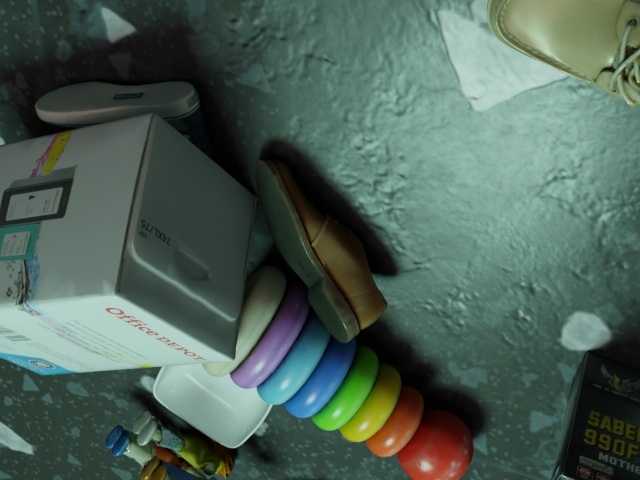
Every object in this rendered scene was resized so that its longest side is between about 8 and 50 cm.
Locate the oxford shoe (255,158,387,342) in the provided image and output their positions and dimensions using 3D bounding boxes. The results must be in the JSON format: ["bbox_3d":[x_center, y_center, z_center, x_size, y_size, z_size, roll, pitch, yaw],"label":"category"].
[{"bbox_3d":[0.000,0.000,1.049,0.212,0.076,0.076,61,159,-6],"label":"oxford shoe"}]

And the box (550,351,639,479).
[{"bbox_3d":[0.353,0.225,0.972,0.231,0.183,0.056,21,130,10],"label":"box"}]

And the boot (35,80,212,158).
[{"bbox_3d":[-0.211,-0.118,1.050,0.190,0.069,0.086,3,130,21],"label":"boot"}]

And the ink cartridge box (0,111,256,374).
[{"bbox_3d":[-0.238,0.016,1.029,0.270,0.197,0.198,-7,153,28],"label":"ink cartridge box"}]

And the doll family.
[{"bbox_3d":[-0.158,0.308,1.258,0.163,0.263,0.118,35,100,-34],"label":"doll family"}]

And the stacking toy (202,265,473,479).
[{"bbox_3d":[0.036,0.171,1.115,0.330,0.141,0.141,34,130,-8],"label":"stacking toy"}]

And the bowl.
[{"bbox_3d":[-0.128,0.179,1.235,0.142,0.053,0.142,34,131,-2],"label":"bowl"}]

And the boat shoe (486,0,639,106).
[{"bbox_3d":[0.278,-0.155,0.789,0.302,0.098,0.109,18,128,11],"label":"boat shoe"}]
